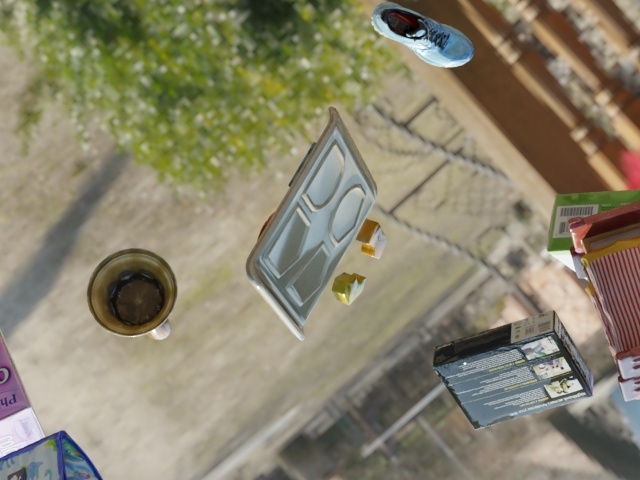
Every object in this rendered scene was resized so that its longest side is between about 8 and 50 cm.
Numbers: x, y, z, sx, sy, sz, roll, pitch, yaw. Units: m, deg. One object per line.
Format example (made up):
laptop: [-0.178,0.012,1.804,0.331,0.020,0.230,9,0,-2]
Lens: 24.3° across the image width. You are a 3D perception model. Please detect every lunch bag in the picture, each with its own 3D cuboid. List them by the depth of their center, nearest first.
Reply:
lunch bag: [-0.299,0.295,1.615,0.129,0.151,0.096,-25,175,21]

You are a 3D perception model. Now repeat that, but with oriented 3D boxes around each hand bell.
hand bell: [-0.250,0.105,2.143,0.126,0.126,0.242,-40,165,-8]

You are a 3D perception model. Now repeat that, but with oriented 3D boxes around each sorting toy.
sorting toy: [0.000,0.000,1.782,0.229,0.041,0.307,-64,157,-15]

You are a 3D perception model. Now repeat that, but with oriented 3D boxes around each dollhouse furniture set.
dollhouse furniture set: [0.509,0.031,1.822,0.374,0.201,0.152,-19,151,2]

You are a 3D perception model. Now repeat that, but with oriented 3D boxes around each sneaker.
sneaker: [0.151,-0.302,2.202,0.073,0.162,0.063,-107,-141,-82]

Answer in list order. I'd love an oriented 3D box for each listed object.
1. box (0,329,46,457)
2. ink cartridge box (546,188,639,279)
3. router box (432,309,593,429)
box: [-0.427,0.151,1.773,0.117,0.243,0.213,-23,159,-13]
ink cartridge box: [0.492,0.014,2.285,0.189,0.097,0.255,-2,159,38]
router box: [0.258,0.176,1.996,0.179,0.133,0.046,-19,-146,24]
